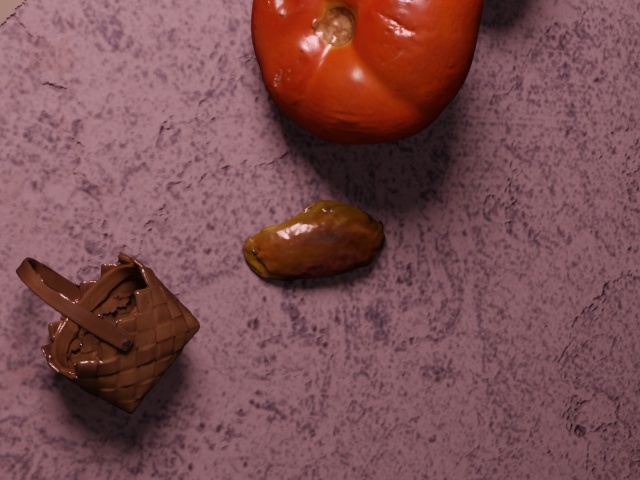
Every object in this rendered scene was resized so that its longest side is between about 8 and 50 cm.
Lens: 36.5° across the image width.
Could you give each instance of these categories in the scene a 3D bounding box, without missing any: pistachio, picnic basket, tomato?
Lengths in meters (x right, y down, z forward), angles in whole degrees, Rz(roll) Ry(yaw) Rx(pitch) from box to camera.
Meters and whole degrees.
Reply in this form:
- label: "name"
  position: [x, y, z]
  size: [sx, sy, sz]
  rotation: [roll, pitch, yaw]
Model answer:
- label: "pistachio"
  position: [0.000, 0.000, 1.096]
  size: [0.172, 0.049, 0.090]
  rotation: [-8, 100, -21]
- label: "picnic basket"
  position: [-0.226, 0.073, 0.973]
  size: [0.178, 0.128, 0.138]
  rotation: [43, 80, -31]
- label: "tomato"
  position: [0.055, -0.223, 0.998]
  size: [0.180, 0.259, 0.260]
  rotation: [-23, 109, -53]

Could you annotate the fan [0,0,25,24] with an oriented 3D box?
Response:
- label: "fan"
  position: [-0.404, -0.208, 0.923]
  size: [0.232, 0.012, 0.415]
  rotation: [11, 93, -22]
